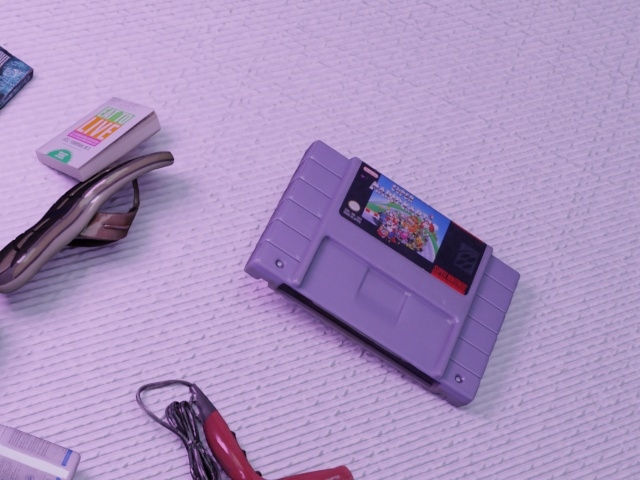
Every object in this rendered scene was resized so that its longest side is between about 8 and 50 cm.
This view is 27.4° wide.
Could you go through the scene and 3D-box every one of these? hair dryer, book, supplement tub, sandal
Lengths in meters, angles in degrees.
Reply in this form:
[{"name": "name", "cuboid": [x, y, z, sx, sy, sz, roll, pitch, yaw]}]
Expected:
[{"name": "hair dryer", "cuboid": [-0.098, 0.284, 1.621, 0.293, 0.080, 0.224, 15, 59, -9]}, {"name": "book", "cuboid": [-0.303, -0.140, 1.793, 0.096, 0.035, 0.144, 23, 51, 37]}, {"name": "supplement tub", "cuboid": [-0.346, 0.267, 1.561, 0.107, 0.071, 0.071, 22, 59, -4]}, {"name": "sandal", "cuboid": [-0.306, -0.019, 1.717, 0.303, 0.120, 0.086, -45, 109, -29]}]

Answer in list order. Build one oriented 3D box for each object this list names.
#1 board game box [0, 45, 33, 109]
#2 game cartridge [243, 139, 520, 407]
[{"name": "board game box", "cuboid": [-0.498, -0.205, 1.792, 0.126, 0.026, 0.186, 35, 59, 3]}, {"name": "game cartridge", "cuboid": [0.094, 0.040, 1.783, 0.355, 0.068, 0.230, 33, 62, -11]}]
